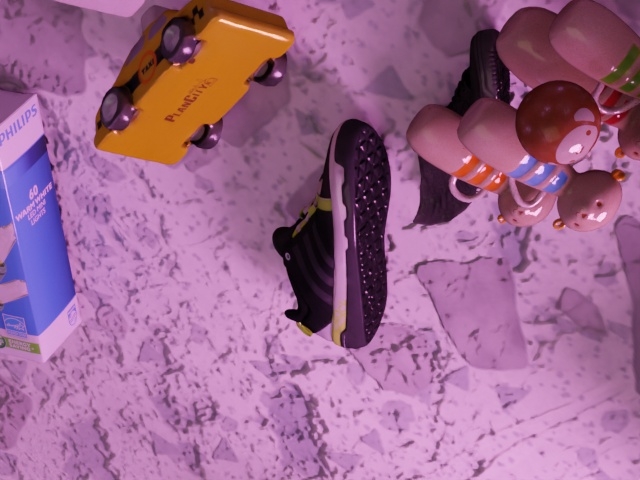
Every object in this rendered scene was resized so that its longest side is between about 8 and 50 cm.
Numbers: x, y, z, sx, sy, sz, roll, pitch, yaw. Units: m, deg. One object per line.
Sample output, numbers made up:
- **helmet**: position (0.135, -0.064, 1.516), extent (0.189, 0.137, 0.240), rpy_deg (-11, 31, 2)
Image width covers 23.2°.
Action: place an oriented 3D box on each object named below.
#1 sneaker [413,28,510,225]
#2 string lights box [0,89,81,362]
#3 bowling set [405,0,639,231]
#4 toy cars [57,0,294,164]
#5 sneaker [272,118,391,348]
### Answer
- **sneaker**: position (0.106, -0.087, 1.223), extent (0.089, 0.051, 0.170), rpy_deg (2, 128, 20)
- **string lights box**: position (-0.318, -0.019, 1.471), extent (0.133, 0.077, 0.259), rpy_deg (10, 128, 22)
- **bowling set**: position (0.186, -0.074, 1.064), extent (0.154, 0.200, 0.287), rpy_deg (35, 124, -14)
- **toy cars**: position (-0.117, -0.194, 1.165), extent (0.176, 0.087, 0.393), rpy_deg (-13, 152, -3)
- **sneaker**: position (0.000, 0.000, 1.320), extent (0.097, 0.084, 0.234), rpy_deg (14, 129, 19)
